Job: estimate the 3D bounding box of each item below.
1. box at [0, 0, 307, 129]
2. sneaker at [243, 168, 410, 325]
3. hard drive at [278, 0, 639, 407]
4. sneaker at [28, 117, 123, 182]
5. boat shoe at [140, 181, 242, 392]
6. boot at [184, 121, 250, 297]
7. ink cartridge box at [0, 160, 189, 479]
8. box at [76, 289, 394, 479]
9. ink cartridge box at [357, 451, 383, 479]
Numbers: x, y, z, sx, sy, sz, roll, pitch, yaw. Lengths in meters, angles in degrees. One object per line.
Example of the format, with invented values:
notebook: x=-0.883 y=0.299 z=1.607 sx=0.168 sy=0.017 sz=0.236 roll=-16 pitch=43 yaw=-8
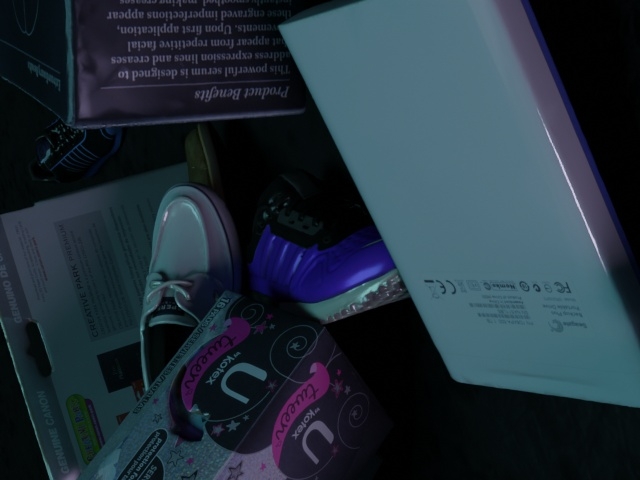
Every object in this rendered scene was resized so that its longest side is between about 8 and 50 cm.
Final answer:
box: x=-0.161 y=-0.319 z=0.943 sx=0.293 sy=0.212 sz=0.396 roll=31 pitch=123 yaw=58
sneaker: x=-0.001 y=0.000 z=1.001 sx=0.293 sy=0.102 sz=0.146 roll=-20 pitch=86 yaw=59
hard drive: x=0.108 y=-0.031 z=0.764 sx=0.210 sy=0.040 sz=0.319 roll=-1 pitch=121 yaw=55
sneaker: x=-0.341 y=-0.138 z=1.501 sx=0.232 sy=0.090 sz=0.081 roll=-45 pitch=65 yaw=56
boat shoe: x=-0.130 y=0.069 z=1.056 sx=0.095 sy=0.084 sz=0.258 roll=-6 pitch=86 yaw=18
boot: x=-0.129 y=0.020 z=1.153 sx=0.112 sy=0.115 sz=0.305 roll=44 pitch=-144 yaw=-71
ink cartridge box: x=-0.223 y=0.096 z=1.229 sx=0.130 sy=0.271 sz=0.310 roll=-29 pitch=78 yaw=67
box: x=-0.076 y=0.196 z=0.962 sx=0.142 sy=0.247 sz=0.163 roll=16 pitch=150 yaw=42
ink cartridge box: x=-0.048 y=0.276 z=1.138 sx=0.093 sy=0.154 sz=0.212 roll=38 pitch=150 yaw=-11
